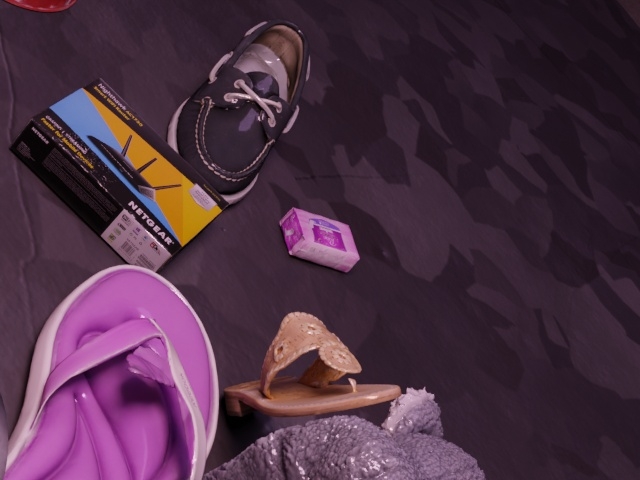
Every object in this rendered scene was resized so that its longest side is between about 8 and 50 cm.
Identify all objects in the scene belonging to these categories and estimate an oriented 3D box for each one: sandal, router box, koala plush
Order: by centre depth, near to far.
[{"bbox_3d":[-0.151,0.146,1.095,0.169,0.102,0.416,37,33,-14],"label":"sandal"},{"bbox_3d":[0.056,0.216,1.146,0.221,0.203,0.196,-6,59,-46],"label":"koala plush"},{"bbox_3d":[-0.023,0.099,1.179,0.088,0.240,0.079,-10,88,-28],"label":"sandal"},{"bbox_3d":[-0.186,-0.061,1.349,0.179,0.046,0.133,44,31,-2],"label":"router box"}]

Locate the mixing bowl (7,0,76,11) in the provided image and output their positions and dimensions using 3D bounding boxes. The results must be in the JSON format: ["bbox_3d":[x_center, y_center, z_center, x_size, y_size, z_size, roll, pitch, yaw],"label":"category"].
[{"bbox_3d":[-0.302,-0.336,1.482,0.181,0.098,0.181,30,34,-23],"label":"mixing bowl"}]

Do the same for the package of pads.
[{"bbox_3d":[0.000,0.000,1.515,0.083,0.032,0.050,17,40,-38],"label":"package of pads"}]

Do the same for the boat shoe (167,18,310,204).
[{"bbox_3d":[-0.081,-0.149,1.534,0.114,0.091,0.302,35,32,-17],"label":"boat shoe"}]

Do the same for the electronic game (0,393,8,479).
[{"bbox_3d":[-0.317,0.123,0.933,0.229,0.048,0.229,15,54,-22],"label":"electronic game"}]
